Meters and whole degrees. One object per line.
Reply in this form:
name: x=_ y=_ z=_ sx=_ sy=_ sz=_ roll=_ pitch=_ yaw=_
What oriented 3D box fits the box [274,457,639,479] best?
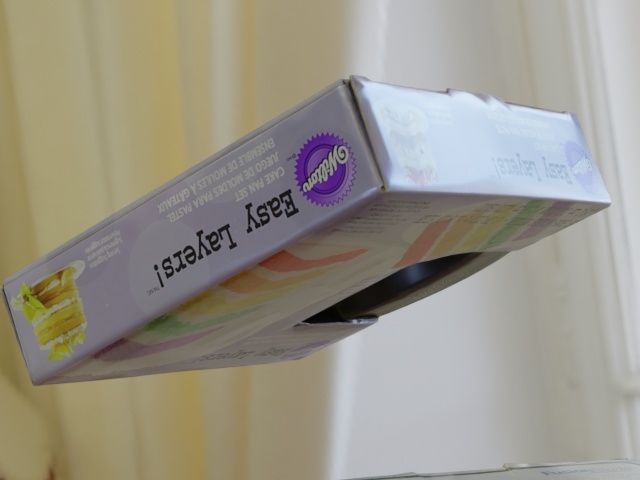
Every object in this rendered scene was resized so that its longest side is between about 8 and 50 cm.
box: x=0.111 y=0.141 z=0.533 sx=0.169 sy=0.087 sz=0.290 roll=0 pitch=6 yaw=-27

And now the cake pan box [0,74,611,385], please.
cake pan box: x=0.000 y=0.000 z=0.973 sx=0.245 sy=0.070 sz=0.267 roll=-26 pitch=-14 yaw=29
